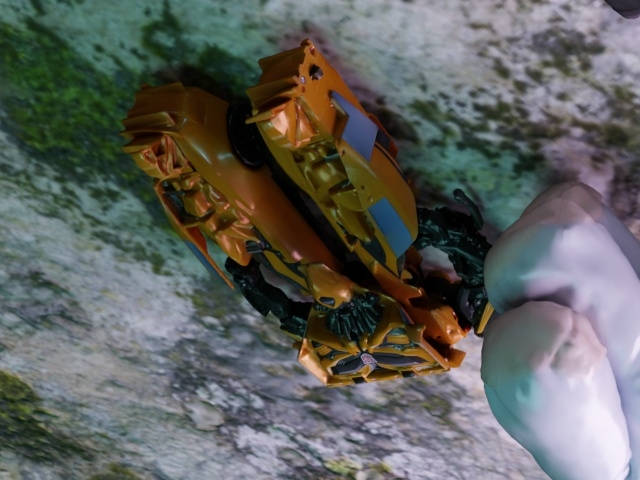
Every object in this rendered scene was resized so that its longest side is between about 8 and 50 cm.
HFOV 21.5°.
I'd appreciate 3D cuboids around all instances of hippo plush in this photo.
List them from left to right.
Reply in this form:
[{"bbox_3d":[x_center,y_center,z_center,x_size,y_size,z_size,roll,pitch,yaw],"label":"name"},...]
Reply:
[{"bbox_3d":[0.241,0.082,1.009,0.237,0.294,0.234,-13,153,23],"label":"hippo plush"}]

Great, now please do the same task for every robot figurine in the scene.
[{"bbox_3d":[0.000,0.000,1.146,0.211,0.085,0.291,-11,131,34],"label":"robot figurine"}]

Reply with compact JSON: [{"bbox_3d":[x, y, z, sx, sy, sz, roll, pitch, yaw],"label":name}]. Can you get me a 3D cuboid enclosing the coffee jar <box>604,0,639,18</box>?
[{"bbox_3d":[0.143,-0.200,0.863,0.096,0.079,0.184,-25,122,37],"label":"coffee jar"}]
